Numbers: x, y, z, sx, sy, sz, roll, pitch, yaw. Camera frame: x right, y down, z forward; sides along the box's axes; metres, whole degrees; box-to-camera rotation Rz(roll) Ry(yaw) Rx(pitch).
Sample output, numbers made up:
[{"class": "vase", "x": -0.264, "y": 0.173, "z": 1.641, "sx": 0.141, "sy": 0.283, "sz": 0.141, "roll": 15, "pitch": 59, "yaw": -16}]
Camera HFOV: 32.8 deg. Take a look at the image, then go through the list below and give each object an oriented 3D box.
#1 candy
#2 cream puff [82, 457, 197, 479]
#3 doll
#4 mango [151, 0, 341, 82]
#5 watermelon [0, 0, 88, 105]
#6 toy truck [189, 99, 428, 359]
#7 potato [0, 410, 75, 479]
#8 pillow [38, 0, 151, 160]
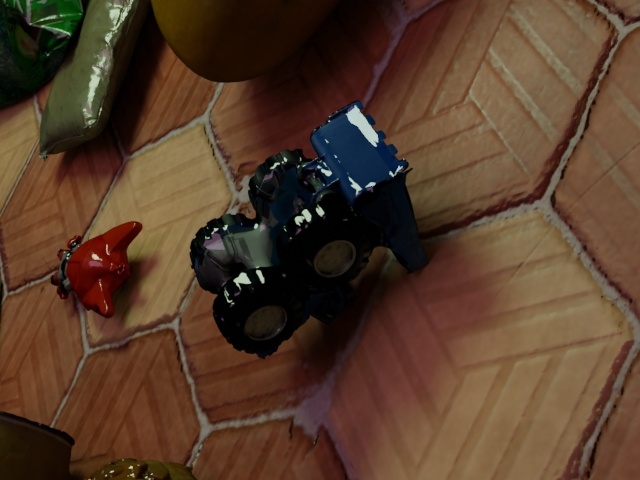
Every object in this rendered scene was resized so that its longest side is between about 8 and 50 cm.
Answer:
[{"class": "candy", "x": -0.363, "y": -0.317, "z": 1.409, "sx": 0.141, "sy": 0.078, "sz": 0.203, "roll": -15, "pitch": 82, "yaw": 36}, {"class": "cream puff", "x": -0.167, "y": 0.261, "z": 0.931, "sx": 0.150, "sy": 0.115, "sz": 0.165, "roll": -51, "pitch": 41, "yaw": 9}, {"class": "doll", "x": -0.259, "y": 0.030, "z": 1.218, "sx": 0.169, "sy": 0.057, "sz": 0.109, "roll": 2, "pitch": 72, "yaw": 48}, {"class": "mango", "x": -0.033, "y": -0.368, "z": 1.080, "sx": 0.300, "sy": 0.232, "sz": 0.445, "roll": 25, "pitch": 95, "yaw": 47}, {"class": "watermelon", "x": -0.448, "y": -0.383, "z": 1.556, "sx": 0.319, "sy": 0.222, "sz": 0.292, "roll": -6, "pitch": 59, "yaw": 45}, {"class": "toy truck", "x": 0.000, "y": 0.000, "z": 0.898, "sx": 0.208, "sy": 0.126, "sz": 0.113, "roll": -45, "pitch": 40, "yaw": 13}, {"class": "potato", "x": -0.400, "y": 0.267, "z": 1.088, "sx": 0.300, "sy": 0.246, "sz": 0.196, "roll": -14, "pitch": 55, "yaw": 50}, {"class": "pillow", "x": -0.277, "y": -0.247, "z": 1.387, "sx": 0.185, "sy": 0.075, "sz": 0.302, "roll": -10, "pitch": 59, "yaw": 58}]
